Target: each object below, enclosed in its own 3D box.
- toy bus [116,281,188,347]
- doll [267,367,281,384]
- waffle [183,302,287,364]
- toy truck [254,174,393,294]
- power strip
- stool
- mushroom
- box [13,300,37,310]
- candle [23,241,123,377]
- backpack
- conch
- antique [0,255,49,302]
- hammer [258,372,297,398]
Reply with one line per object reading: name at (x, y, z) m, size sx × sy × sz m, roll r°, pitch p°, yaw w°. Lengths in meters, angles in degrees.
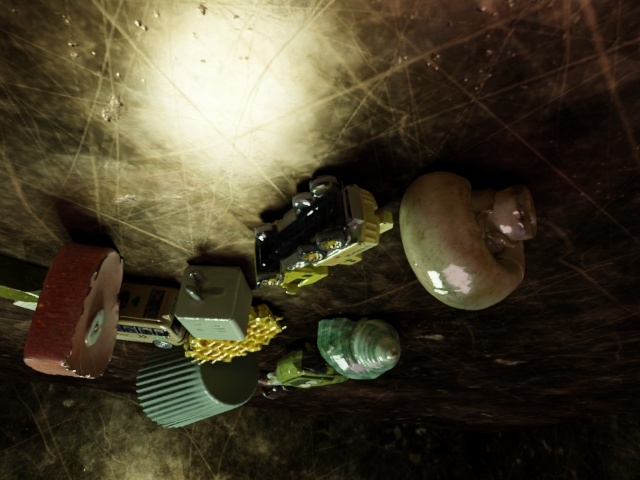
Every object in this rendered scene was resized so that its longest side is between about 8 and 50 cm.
toy bus at (-0.496, 0.188, 1.239) m, size 0.290 × 0.139 × 0.157 m, roll 7°, pitch 147°, yaw 2°
doll at (-0.049, 0.513, 1.808) m, size 0.317 × 0.103 × 0.145 m, roll 6°, pitch 168°, yaw -20°
waffle at (-0.248, 0.271, 1.355) m, size 0.330 × 0.062 × 0.329 m, roll -17°, pitch 150°, yaw -10°
toy truck at (0.000, 0.000, 0.836) m, size 0.157 × 0.124 × 0.272 m, roll 13°, pitch 149°, yaw -36°
power strip at (-0.253, 0.139, 1.106) m, size 0.141 × 0.139 × 0.224 m, roll 4°, pitch 152°, yaw 4°
stool at (-0.408, 0.460, 1.587) m, size 0.330 × 0.296 × 0.297 m, roll -26°, pitch 140°, yaw 35°
mushroom at (0.247, 0.014, 0.752) m, size 0.195 × 0.188 × 0.254 m, roll -19°, pitch 147°, yaw 41°
box at (-0.791, 0.182, 1.362) m, size 0.100 × 0.048 × 0.152 m, roll -17°, pitch 143°, yaw 37°
candle at (-0.537, 0.178, 1.006) m, size 0.132 × 0.287 × 0.316 m, roll 8°, pitch 114°, yaw -8°
backpack at (-0.017, 0.440, 1.639) m, size 0.254 × 0.139 × 0.207 m, roll 12°, pitch 151°, yaw -27°
conch at (0.126, 0.305, 1.347) m, size 0.277 × 0.195 × 0.220 m, roll 7°, pitch 134°, yaw 55°
antique at (-0.773, 0.096, 1.164) m, size 0.221 × 0.080 × 0.081 m, roll 25°, pitch 144°, yaw -32°
hammer at (-0.313, 0.583, 2.016) m, size 0.409 × 0.095 × 0.242 m, roll 21°, pitch 148°, yaw -18°
